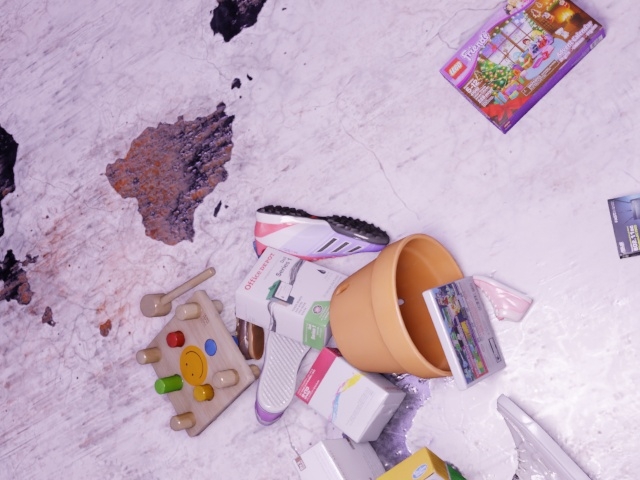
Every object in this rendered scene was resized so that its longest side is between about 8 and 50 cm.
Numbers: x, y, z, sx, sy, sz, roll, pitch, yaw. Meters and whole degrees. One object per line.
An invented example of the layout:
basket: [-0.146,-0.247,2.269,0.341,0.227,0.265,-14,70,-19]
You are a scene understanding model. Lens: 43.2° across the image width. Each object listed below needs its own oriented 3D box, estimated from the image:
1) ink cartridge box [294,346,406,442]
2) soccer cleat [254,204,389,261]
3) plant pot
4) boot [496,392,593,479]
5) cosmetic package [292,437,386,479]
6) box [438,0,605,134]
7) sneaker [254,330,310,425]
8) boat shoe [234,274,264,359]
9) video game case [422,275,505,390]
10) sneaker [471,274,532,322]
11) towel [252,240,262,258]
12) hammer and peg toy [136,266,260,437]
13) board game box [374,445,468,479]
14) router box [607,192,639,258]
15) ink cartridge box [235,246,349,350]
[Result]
ink cartridge box: [0.067,0.328,1.724,0.176,0.128,0.127,33,94,26]
soccer cleat: [0.000,0.000,1.834,0.318,0.109,0.116,10,104,16]
plant pot: [0.155,0.152,1.652,0.204,0.291,0.290,-21,72,36]
boot: [0.408,0.429,1.571,0.123,0.095,0.258,-44,67,3]
cosmetic package: [0.047,0.471,1.648,0.085,0.231,0.117,-38,68,13]
box: [0.429,-0.402,1.741,0.293,0.057,0.201,-45,66,10]
sneaker: [-0.088,0.280,1.818,0.102,0.161,0.282,21,56,3]
boat shoe: [-0.170,0.174,1.887,0.073,0.073,0.206,2,82,30]
video game case: [0.288,0.180,1.608,0.023,0.183,0.201,-24,82,36]
sneaker: [0.363,0.123,1.674,0.134,0.051,0.070,27,86,21]
towel: [-0.112,0.040,1.912,0.067,0.029,0.119,-33,68,15]
hammer and peg toy: [-0.308,0.238,1.870,0.266,0.127,0.361,-46,65,30]
board game box: [0.152,0.560,1.584,0.317,0.242,0.064,-37,35,13]
router box: [0.625,-0.031,1.596,0.092,0.038,0.122,-13,75,22]
ink cartridge box: [-0.058,0.125,1.779,0.220,0.092,0.160,20,47,15]
